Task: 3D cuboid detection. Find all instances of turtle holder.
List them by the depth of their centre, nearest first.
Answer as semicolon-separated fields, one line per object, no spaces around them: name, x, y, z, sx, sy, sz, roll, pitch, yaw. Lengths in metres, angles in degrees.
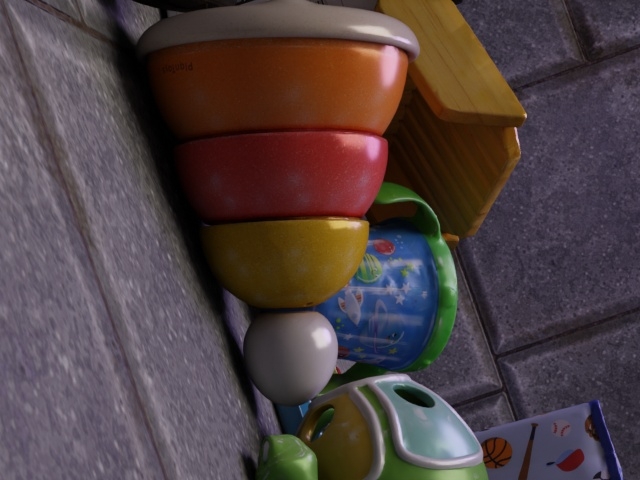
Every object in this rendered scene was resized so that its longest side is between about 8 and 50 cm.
turtle holder;0.050;0.292;1.511;0.243;0.320;0.227;-47;-123;59

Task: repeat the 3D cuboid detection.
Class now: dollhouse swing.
dollhouse swing;0.058;-0.146;1.843;0.315;0.305;0.347;61;-27;23

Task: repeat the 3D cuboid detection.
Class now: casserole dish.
casserole dish;-0.026;0.255;1.708;0.114;0.037;0.188;19;51;-83

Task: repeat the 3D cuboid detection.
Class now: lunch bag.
lunch bag;0.322;0.463;1.927;0.385;0.327;0.239;67;12;-48

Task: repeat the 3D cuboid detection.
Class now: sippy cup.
sippy cup;0.041;0.075;1.816;0.240;0.224;0.305;-9;-101;56

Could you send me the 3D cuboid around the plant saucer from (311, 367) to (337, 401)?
plant saucer;-0.013;0.193;2.038;0.241;0.037;0.241;-19;90;-84

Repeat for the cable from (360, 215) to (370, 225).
cable;0.090;-0.117;2.190;0.257;0.257;0.089;124;-11;-59

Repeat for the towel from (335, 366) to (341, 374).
towel;0.074;0.372;2.303;0.275;0.031;0.199;67;5;-51

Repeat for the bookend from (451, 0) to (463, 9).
bookend;0.180;-0.348;1.924;0.156;0.072;0.157;68;9;-47

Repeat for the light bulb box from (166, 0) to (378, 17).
light bulb box;-0.058;-0.410;1.999;0.225;0.358;0.361;69;5;-48

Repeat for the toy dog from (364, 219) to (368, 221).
toy dog;0.000;0.000;2.143;0.220;0.161;0.334;-59;177;-33

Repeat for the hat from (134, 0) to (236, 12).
hat;-0.180;-0.347;1.505;0.331;0.331;0.134;50;60;-75

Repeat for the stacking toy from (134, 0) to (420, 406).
stacking toy;-0.051;-0.037;1.553;0.350;0.350;0.480;2;88;-84
